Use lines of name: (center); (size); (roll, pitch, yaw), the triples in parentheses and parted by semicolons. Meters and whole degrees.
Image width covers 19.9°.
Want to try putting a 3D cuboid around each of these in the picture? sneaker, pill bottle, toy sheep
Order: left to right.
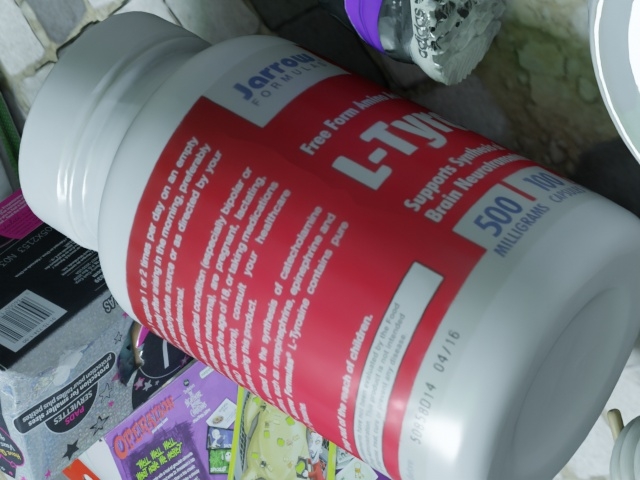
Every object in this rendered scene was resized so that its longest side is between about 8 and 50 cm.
pill bottle: (0.000, 0.000, 1.244); (0.407, 0.229, 0.229); (29, 139, 25)
sneaker: (0.032, -0.236, 1.108); (0.146, 0.102, 0.293); (27, 138, 29)
toy sheep: (0.243, 0.153, 1.250); (0.091, 0.091, 0.132); (55, 162, -8)

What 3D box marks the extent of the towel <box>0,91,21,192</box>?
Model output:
towel: (-0.381, -0.074, 1.735); (0.324, 0.038, 0.248); (6, 127, 43)

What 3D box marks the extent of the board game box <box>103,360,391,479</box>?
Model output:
board game box: (-0.043, 0.182, 1.501); (0.347, 0.056, 0.208); (-38, 75, 44)

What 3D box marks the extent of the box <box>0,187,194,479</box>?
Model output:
box: (-0.210, 0.060, 1.497); (0.163, 0.247, 0.142); (24, 138, 31)

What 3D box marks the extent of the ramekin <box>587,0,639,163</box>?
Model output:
ramekin: (0.264, -0.111, 0.958); (0.272, 0.127, 0.273); (27, 138, 28)

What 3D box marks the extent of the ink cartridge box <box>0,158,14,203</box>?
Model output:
ink cartridge box: (-0.452, -0.009, 1.576); (0.226, 0.306, 0.131); (11, 130, 41)

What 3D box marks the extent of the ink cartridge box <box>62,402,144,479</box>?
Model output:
ink cartridge box: (-0.214, 0.228, 1.813); (0.189, 0.066, 0.232); (41, 139, 14)
